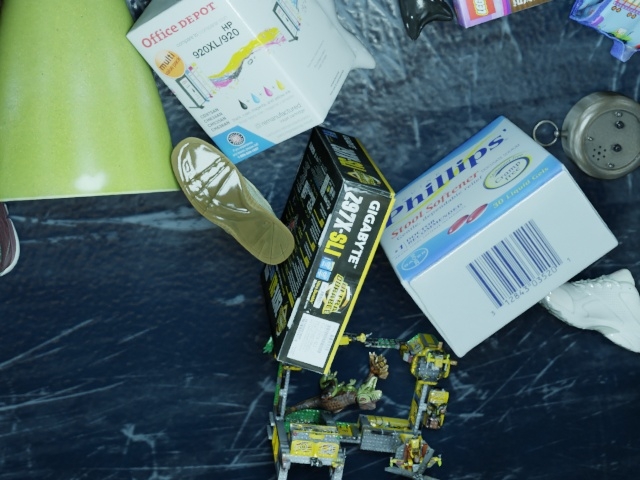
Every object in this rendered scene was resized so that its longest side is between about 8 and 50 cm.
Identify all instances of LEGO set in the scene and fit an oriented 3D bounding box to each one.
[{"bbox_3d":[0.060,0.260,1.742,0.331,0.192,0.254,15,106,-12],"label":"LEGO set"}]

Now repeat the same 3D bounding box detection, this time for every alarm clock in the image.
[{"bbox_3d":[0.415,-0.158,1.723,0.192,0.064,0.129,1,108,-5],"label":"alarm clock"}]

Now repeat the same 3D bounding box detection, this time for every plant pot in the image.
[{"bbox_3d":[-0.333,-0.204,1.525,0.275,0.275,0.293,-4,93,-6],"label":"plant pot"}]

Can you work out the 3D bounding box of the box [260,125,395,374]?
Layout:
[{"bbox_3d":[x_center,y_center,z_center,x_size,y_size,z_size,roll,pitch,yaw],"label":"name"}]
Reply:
[{"bbox_3d":[0.000,0.000,1.581,0.079,0.322,0.257,15,105,-12],"label":"box"}]

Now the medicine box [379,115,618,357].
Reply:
[{"bbox_3d":[0.230,-0.015,1.622,0.263,0.289,0.149,-37,111,5],"label":"medicine box"}]

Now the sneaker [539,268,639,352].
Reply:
[{"bbox_3d":[0.436,0.087,1.800,0.232,0.090,0.115,22,98,-23],"label":"sneaker"}]

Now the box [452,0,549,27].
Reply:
[{"bbox_3d":[0.257,-0.469,1.599,0.201,0.057,0.293,-18,110,-1],"label":"box"}]

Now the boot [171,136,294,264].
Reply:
[{"bbox_3d":[-0.132,-0.065,1.580,0.077,0.165,0.213,-44,109,0],"label":"boot"}]

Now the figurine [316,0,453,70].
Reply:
[{"bbox_3d":[0.055,-0.345,1.603,0.215,0.092,0.209,-32,113,5],"label":"figurine"}]

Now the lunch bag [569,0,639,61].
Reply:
[{"bbox_3d":[0.503,-0.380,1.608,0.221,0.138,0.293,13,117,-33],"label":"lunch bag"}]

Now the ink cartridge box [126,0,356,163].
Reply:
[{"bbox_3d":[-0.102,-0.260,1.522,0.171,0.168,0.232,-21,119,36],"label":"ink cartridge box"}]

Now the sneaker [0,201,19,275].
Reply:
[{"bbox_3d":[-0.493,-0.059,1.578,0.106,0.162,0.281,-16,110,1],"label":"sneaker"}]
